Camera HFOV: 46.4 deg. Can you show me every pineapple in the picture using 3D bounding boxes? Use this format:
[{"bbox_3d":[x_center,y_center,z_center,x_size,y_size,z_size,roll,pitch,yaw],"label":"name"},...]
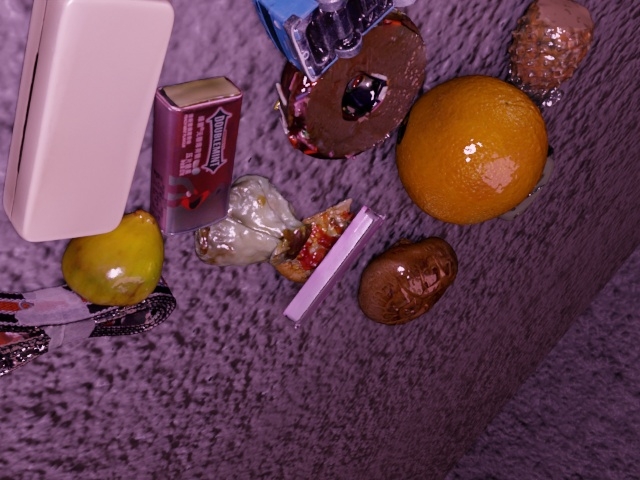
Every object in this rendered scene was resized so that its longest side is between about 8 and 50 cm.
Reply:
[{"bbox_3d":[0.405,-0.308,1.444,0.170,0.141,0.310,-56,168,-38],"label":"pineapple"}]

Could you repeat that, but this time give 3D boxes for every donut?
[{"bbox_3d":[0.046,-0.242,1.152,0.270,0.103,0.269,-27,142,-23],"label":"donut"}]

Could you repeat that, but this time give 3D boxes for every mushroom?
[{"bbox_3d":[0.194,0.090,1.669,0.253,0.153,0.253,-28,154,-15],"label":"mushroom"}]

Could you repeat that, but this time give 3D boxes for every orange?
[{"bbox_3d":[0.267,-0.160,1.342,0.274,0.274,0.274,-29,145,-22],"label":"orange"}]

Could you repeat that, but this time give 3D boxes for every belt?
[{"bbox_3d":[-0.383,0.111,1.099,0.360,0.094,0.126,-15,138,-38],"label":"belt"}]

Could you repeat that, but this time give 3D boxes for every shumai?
[{"bbox_3d":[-0.106,0.002,1.232,0.184,0.142,0.184,-30,144,-25],"label":"shumai"}]

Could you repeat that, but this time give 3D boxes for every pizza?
[{"bbox_3d":[0.000,0.000,1.424,0.199,0.062,0.188,-45,150,1],"label":"pizza"}]

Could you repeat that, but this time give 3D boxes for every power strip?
[{"bbox_3d":[0.026,0.049,1.427,0.279,0.037,0.109,-53,170,5],"label":"power strip"}]

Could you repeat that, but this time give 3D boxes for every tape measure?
[{"bbox_3d":[0.425,-0.145,1.675,0.235,0.115,0.207,13,121,-53],"label":"tape measure"}]

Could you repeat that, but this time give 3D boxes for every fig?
[{"bbox_3d":[-0.292,0.028,1.067,0.121,0.136,0.153,-55,-169,47],"label":"fig"}]

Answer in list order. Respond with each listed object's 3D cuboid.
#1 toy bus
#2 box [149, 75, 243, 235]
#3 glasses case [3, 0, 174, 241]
[{"bbox_3d":[0.024,-0.336,0.986,0.234,0.133,0.116,-43,150,-10],"label":"toy bus"},{"bbox_3d":[-0.182,-0.120,1.077,0.120,0.069,0.224,-18,139,-34],"label":"box"},{"bbox_3d":[-0.288,-0.153,0.909,0.144,0.076,0.336,-9,135,-43],"label":"glasses case"}]
